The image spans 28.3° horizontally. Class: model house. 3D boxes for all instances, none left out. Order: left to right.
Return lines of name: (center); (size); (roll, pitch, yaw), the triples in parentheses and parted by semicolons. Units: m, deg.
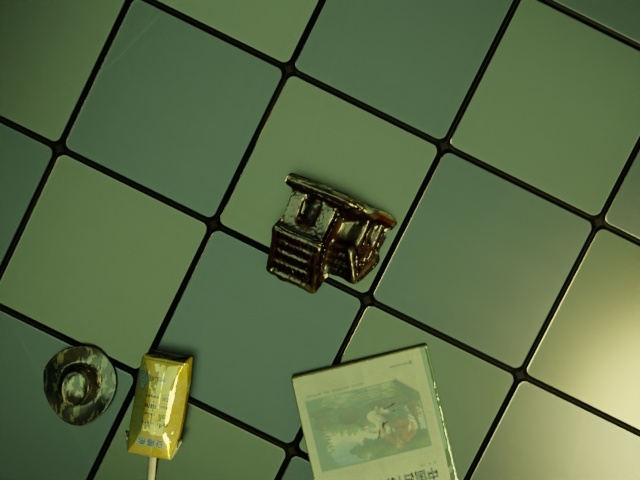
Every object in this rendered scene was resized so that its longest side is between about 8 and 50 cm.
model house: (0.007, 0.003, 1.797); (0.165, 0.106, 0.152); (23, 93, 4)

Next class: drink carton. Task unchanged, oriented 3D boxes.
drink carton: (-0.238, 0.263, 1.841); (0.084, 0.074, 0.200); (9, 93, 1)

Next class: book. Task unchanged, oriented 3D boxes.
book: (0.087, 0.310, 1.861); (0.215, 0.025, 0.282); (-15, 92, 1)

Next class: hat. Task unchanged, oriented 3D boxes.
hat: (-0.354, 0.215, 1.850); (0.121, 0.050, 0.121); (0, 97, 1)
